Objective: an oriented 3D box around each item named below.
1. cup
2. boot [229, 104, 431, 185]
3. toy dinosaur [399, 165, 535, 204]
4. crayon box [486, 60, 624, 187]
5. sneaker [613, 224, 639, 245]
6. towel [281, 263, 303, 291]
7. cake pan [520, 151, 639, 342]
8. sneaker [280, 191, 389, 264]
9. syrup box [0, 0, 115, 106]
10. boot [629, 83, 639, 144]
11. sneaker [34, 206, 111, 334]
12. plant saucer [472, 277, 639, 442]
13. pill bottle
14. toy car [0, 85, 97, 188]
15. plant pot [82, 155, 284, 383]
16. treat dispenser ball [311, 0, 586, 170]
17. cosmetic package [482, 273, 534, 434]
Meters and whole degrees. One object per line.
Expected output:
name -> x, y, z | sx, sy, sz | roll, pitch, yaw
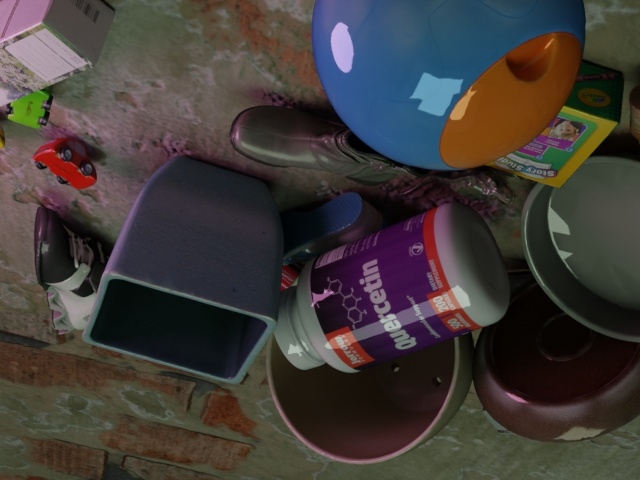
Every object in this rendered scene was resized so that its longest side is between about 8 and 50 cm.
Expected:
cup -> 0.114, 0.188, 2.116 | 0.331, 0.331, 0.237 | -7, 169, 28
boot -> 0.016, -0.132, 1.744 | 0.247, 0.083, 0.161 | 13, 174, -17
toy dinosaur -> 0.218, -0.080, 1.814 | 0.118, 0.064, 0.268 | -2, -179, -22
crayon box -> 0.213, -0.173, 1.657 | 0.279, 0.081, 0.165 | 17, 150, -10
sneaker -> 0.513, 0.023, 1.835 | 0.228, 0.130, 0.087 | 0, -170, 16
towel -> -0.163, 0.062, 2.229 | 0.275, 0.031, 0.199 | -17, 140, 39
cake pan -> 0.415, 0.004, 1.798 | 0.293, 0.054, 0.293 | 20, 130, 25
sneaker -> 0.000, 0.000, 2.017 | 0.229, 0.087, 0.092 | -15, 143, 40
syrup box -> -0.386, -0.251, 1.713 | 0.237, 0.096, 0.093 | -15, 139, 37
boot -> 0.479, -0.154, 1.627 | 0.197, 0.072, 0.152 | -4, 155, 20
sneaker -> -0.392, 0.043, 2.211 | 0.146, 0.122, 0.330 | -4, 151, -1
plant saucer -> 0.360, 0.148, 1.925 | 0.311, 0.310, 0.050 | -6, 140, 27
pill bottle -> 0.095, 0.078, 1.901 | 0.323, 0.181, 0.181 | -23, 137, 25
toy car -> -0.417, -0.173, 1.898 | 0.239, 0.053, 0.225 | 17, 149, -11
plant pot -> -0.185, 0.027, 1.959 | 0.248, 0.252, 0.247 | 17, 149, -9
treat dispenser ball -> 0.134, -0.218, 1.406 | 0.288, 0.288, 0.288 | 8, 150, 5
cosmetic package -> 0.331, 0.176, 2.047 | 0.127, 0.237, 0.107 | -5, 146, 25
